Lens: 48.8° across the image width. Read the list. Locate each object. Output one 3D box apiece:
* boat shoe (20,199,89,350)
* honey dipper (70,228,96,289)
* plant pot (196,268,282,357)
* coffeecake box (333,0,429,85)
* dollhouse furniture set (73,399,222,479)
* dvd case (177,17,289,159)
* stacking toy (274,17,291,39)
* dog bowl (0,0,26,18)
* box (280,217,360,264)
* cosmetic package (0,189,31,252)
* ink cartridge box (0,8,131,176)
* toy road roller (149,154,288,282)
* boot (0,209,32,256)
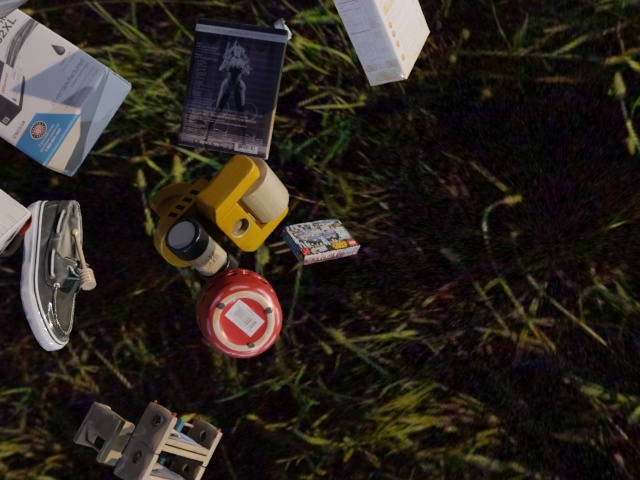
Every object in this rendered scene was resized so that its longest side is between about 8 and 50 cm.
[{"bbox_3d":[-0.556,0.061,1.500,0.119,0.121,0.335,-13,75,6],"label":"boat shoe"},{"bbox_3d":[-0.505,0.035,1.486,0.030,0.030,0.161,-39,55,14],"label":"honey dipper"},{"bbox_3d":[-0.182,0.167,1.573,0.191,0.174,0.191,-1,96,-10],"label":"plant pot"},{"bbox_3d":[0.091,-0.358,1.081,0.068,0.142,0.185,-4,132,32],"label":"coffeecake box"},{"bbox_3d":[-0.291,0.331,1.196,0.183,0.129,0.129,18,76,38],"label":"dollhouse furniture set"},{"bbox_3d":[-0.152,-0.262,1.216,0.164,0.018,0.221,11,95,11],"label":"dvd case"},{"bbox_3d":[-0.168,-0.436,1.653,0.167,0.221,0.052,-23,113,24],"label":"stacking toy"},{"bbox_3d":[-0.512,-0.508,1.030,0.102,0.349,0.349,-10,86,17],"label":"dog bowl"},{"bbox_3d":[0.000,0.000,1.439,0.094,0.137,0.027,52,138,34],"label":"box"},{"bbox_3d":[-0.464,0.047,0.879,0.060,0.099,0.239,41,111,-13],"label":"cosmetic package"},{"bbox_3d":[-0.568,-0.305,1.374,0.307,0.129,0.223,33,91,8],"label":"ink cartridge box"},{"bbox_3d":[-0.266,-0.076,1.724,0.329,0.202,0.240,-47,55,-6],"label":"toy road roller"},{"bbox_3d":[-0.553,-0.070,1.182,0.176,0.088,0.244,-10,58,10],"label":"boot"}]
